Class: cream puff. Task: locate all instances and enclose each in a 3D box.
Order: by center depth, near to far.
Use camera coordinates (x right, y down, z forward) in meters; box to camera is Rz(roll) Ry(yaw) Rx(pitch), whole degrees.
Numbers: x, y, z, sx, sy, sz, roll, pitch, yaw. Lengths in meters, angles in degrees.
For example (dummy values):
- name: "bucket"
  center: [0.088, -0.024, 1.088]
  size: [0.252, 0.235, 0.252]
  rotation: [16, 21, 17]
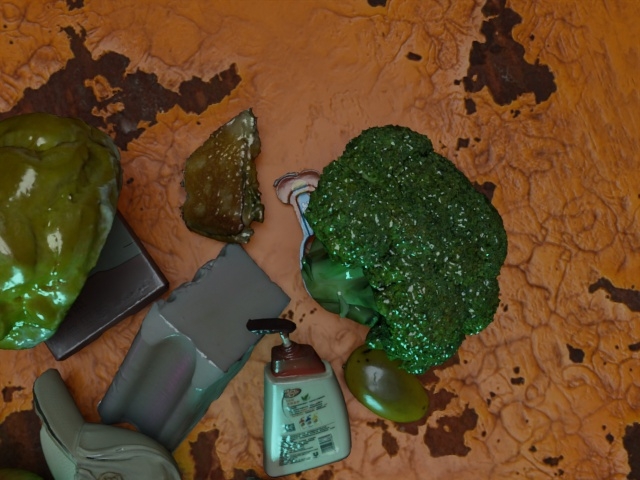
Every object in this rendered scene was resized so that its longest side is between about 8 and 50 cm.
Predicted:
- name: "cream puff"
  center: [-0.450, -0.020, 1.104]
  size: [0.275, 0.378, 0.378]
  rotation: [27, 84, -20]

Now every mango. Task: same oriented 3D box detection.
- name: "mango"
  center: [0.112, 0.238, 1.321]
  size: [0.161, 0.076, 0.103]
  rotation: [41, 78, -6]

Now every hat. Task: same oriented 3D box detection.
- name: "hat"
  center: [-0.336, 0.328, 1.256]
  size: [0.168, 0.258, 0.301]
  rotation: [-22, 64, -31]

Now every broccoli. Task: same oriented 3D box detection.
- name: "broccoli"
  center: [0.124, 0.006, 1.218]
  size: [0.310, 0.413, 0.321]
  rotation: [17, 70, 42]

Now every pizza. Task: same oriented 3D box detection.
- name: "pizza"
  center: [-0.160, -0.101, 1.353]
  size: [0.147, 0.069, 0.226]
  rotation: [-6, 78, 22]

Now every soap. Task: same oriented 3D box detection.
- name: "soap"
  center: [-0.208, 0.184, 1.333]
  size: [0.159, 0.258, 0.302]
  rotation: [38, 129, 2]

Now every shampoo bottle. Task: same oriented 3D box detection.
- name: "shampoo bottle"
  center: [-0.041, 0.235, 1.252]
  size: [0.153, 0.071, 0.284]
  rotation: [-13, 117, -3]

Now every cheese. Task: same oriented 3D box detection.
- name: "cheese"
  center: [0.000, 0.000, 1.358]
  size: [0.106, 0.037, 0.256]
  rotation: [-21, 86, -5]

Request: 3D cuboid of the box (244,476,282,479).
- name: "box"
  center: [-0.097, 0.426, 1.288]
  size: [0.063, 0.060, 0.085]
  rotation: [8, 126, 6]

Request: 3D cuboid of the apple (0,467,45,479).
- name: "apple"
  center: [-0.474, 0.436, 1.195]
  size: [0.196, 0.196, 0.196]
  rotation: [0, 84, -2]

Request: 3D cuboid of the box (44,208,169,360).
- name: "box"
  center: [-0.389, 0.053, 1.317]
  size: [0.215, 0.086, 0.215]
  rotation: [-36, 86, -4]
